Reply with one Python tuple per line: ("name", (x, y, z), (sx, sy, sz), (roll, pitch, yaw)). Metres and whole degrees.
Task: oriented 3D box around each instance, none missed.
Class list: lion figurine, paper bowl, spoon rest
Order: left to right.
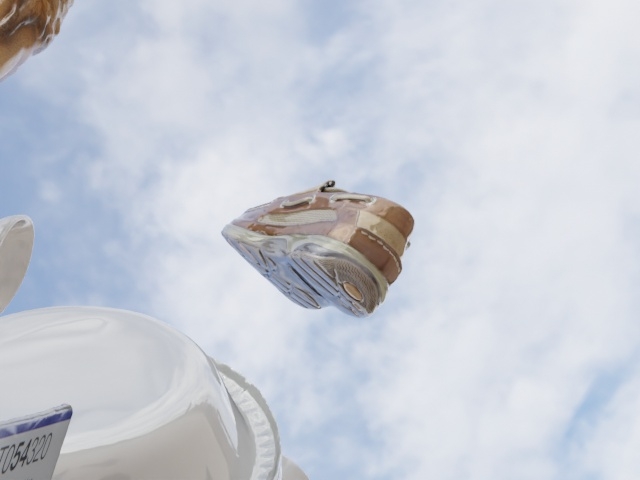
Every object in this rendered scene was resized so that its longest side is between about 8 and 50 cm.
("lion figurine", (-0.427, -0.215, 1.319), (0.142, 0.240, 0.392), (40, -135, -21))
("spoon rest", (-0.408, 0.060, 1.295), (0.276, 0.084, 0.137), (-48, -22, -60))
("paper bowl", (-0.165, 0.146, 0.724), (0.284, 0.284, 0.148), (-14, -60, -32))

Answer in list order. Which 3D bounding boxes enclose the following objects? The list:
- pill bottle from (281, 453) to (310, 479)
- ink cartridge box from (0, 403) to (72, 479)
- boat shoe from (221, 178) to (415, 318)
("pill bottle", (-0.100, 0.300, 1.001), (0.246, 0.136, 0.136), (-46, -40, -50))
("ink cartridge box", (-0.208, 0.215, 0.380), (0.324, 0.071, 0.330), (51, -125, -83))
("boat shoe", (0.000, 0.000, 1.184), (0.123, 0.324, 0.116), (46, -105, -26))
